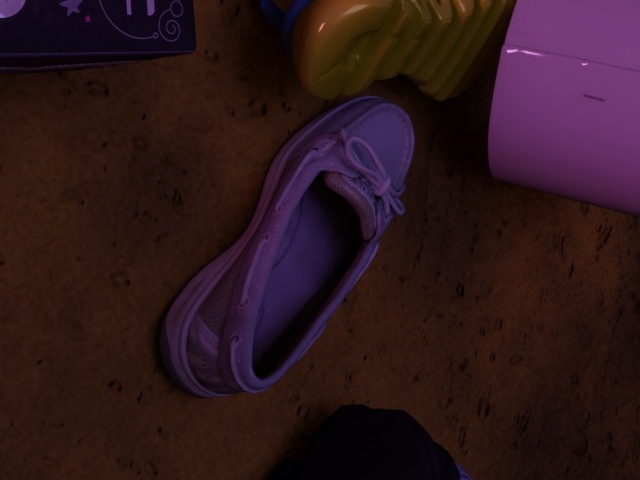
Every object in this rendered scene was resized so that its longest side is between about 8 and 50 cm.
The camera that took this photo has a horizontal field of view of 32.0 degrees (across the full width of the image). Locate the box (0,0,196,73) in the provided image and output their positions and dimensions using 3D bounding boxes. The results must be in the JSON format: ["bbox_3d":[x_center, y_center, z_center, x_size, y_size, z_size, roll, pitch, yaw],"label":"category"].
[{"bbox_3d":[-0.225,-0.170,0.677,0.247,0.163,0.142,-8,97,-42],"label":"box"}]

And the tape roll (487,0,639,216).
[{"bbox_3d":[0.276,-0.154,1.055,0.246,0.169,0.246,16,90,-72],"label":"tape roll"}]

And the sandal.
[{"bbox_3d":[0.061,-0.203,0.969,0.317,0.138,0.126,-5,136,-54],"label":"sandal"}]

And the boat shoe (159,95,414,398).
[{"bbox_3d":[-0.002,-0.001,0.909,0.320,0.103,0.118,-50,120,-32],"label":"boat shoe"}]

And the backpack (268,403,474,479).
[{"bbox_3d":[0.100,0.356,0.915,0.290,0.273,0.356,-55,134,-37],"label":"backpack"}]
